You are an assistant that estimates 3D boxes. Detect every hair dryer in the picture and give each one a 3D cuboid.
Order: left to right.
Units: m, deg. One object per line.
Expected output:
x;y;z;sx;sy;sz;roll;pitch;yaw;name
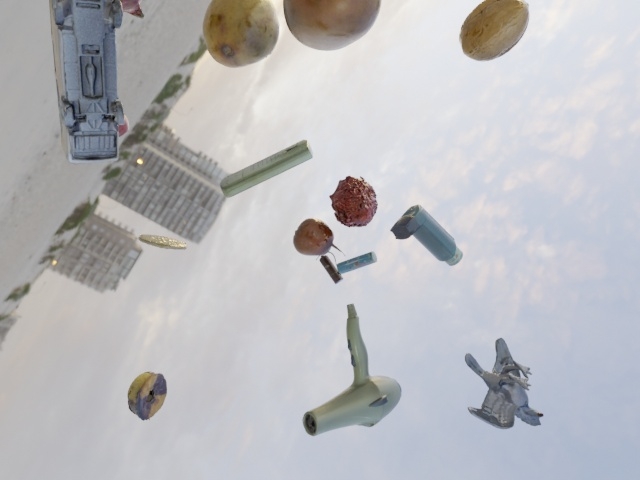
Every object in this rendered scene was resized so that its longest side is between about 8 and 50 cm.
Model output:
0.054;0.349;1.266;0.119;0.298;0.296;-20;-170;47;hair dryer

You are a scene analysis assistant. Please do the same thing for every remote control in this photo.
-0.127;-0.171;1.217;0.233;0.038;0.098;-26;-155;4;remote control

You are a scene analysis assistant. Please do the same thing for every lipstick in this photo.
0.141;0.086;1.986;0.157;0.048;0.048;-21;-137;28;lipstick

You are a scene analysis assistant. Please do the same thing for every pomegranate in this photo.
-0.259;-0.699;1.679;0.260;0.260;0.261;-38;-146;32;pomegranate

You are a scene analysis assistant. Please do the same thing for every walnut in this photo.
0.491;-0.600;1.452;0.206;0.159;0.159;-34;-144;24;walnut

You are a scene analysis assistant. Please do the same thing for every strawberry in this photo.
0.132;-0.128;1.863;0.187;0.184;0.201;-55;-154;9;strawberry

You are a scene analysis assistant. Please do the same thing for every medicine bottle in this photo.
0.337;-0.007;1.599;0.079;0.258;0.124;-20;-142;53;medicine bottle

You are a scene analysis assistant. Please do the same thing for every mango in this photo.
0.022;-0.518;1.145;0.317;0.211;0.173;-171;-100;-86;mango

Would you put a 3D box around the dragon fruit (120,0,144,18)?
-0.600;-0.749;1.517;0.200;0.199;0.269;-22;-171;1;dragon fruit

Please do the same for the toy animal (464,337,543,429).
0.460;0.379;1.292;0.239;0.255;0.176;-49;164;-43;toy animal

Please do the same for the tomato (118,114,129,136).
-0.702;-0.393;1.656;0.069;0.155;0.156;113;-15;-45;tomato

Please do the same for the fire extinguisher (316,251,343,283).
0.043;0.106;2.193;0.078;0.045;0.157;-37;-103;13;fire extinguisher

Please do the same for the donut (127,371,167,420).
-0.507;0.448;1.497;0.059;0.140;0.141;14;-110;22;donut

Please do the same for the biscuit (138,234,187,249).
-0.474;0.004;1.548;0.152;0.152;0.020;24;-77;61;biscuit

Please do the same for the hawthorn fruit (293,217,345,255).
-0.009;-0.015;1.857;0.188;0.149;0.149;-4;-129;16;hawthorn fruit

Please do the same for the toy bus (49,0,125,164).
-0.389;-0.299;0.849;0.138;0.097;0.343;43;-47;46;toy bus
